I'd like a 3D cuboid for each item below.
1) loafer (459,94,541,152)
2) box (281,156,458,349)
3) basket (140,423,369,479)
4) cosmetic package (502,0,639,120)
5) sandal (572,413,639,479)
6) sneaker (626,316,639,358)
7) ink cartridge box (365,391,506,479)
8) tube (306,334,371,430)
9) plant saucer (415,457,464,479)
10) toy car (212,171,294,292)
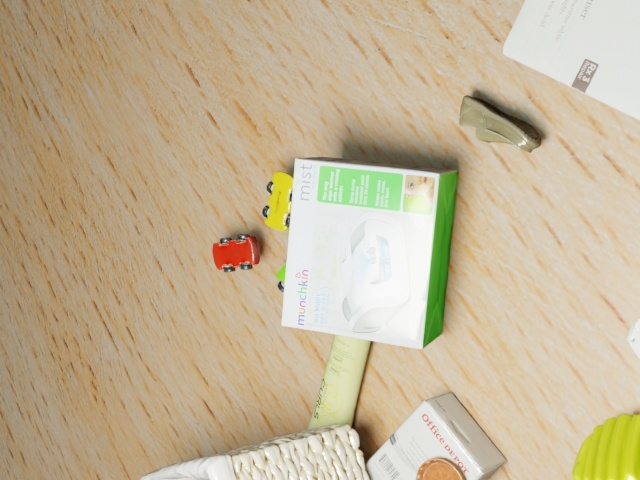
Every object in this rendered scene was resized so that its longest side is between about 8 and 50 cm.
[{"bbox_3d":[0.257,-0.160,1.421,0.148,0.056,0.050,43,119,41],"label":"loafer"},{"bbox_3d":[0.075,0.011,1.499,0.231,0.126,0.262,9,98,20],"label":"box"},{"bbox_3d":[-0.088,0.485,1.560,0.331,0.266,0.328,-29,74,55],"label":"basket"},{"bbox_3d":[0.444,-0.241,1.192,0.385,0.156,0.217,34,111,34],"label":"cosmetic package"},{"bbox_3d":[0.461,0.290,1.240,0.138,0.126,0.317,46,144,-19],"label":"sandal"},{"bbox_3d":[0.439,0.107,1.275,0.094,0.080,0.212,-8,89,51],"label":"sneaker"},{"bbox_3d":[0.168,0.348,1.504,0.140,0.082,0.191,52,121,25],"label":"ink cartridge box"},{"bbox_3d":[0.031,0.253,1.631,0.070,0.062,0.240,-108,29,-67],"label":"tube"},{"bbox_3d":[0.177,0.359,1.437,0.083,0.013,0.084,5,98,37],"label":"plant saucer"},{"bbox_3d":[-0.061,0.030,1.668,0.239,0.053,0.225,-48,67,31],"label":"toy car"}]
